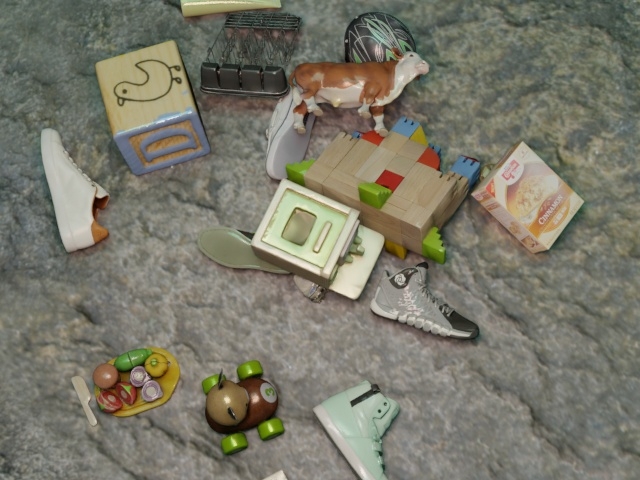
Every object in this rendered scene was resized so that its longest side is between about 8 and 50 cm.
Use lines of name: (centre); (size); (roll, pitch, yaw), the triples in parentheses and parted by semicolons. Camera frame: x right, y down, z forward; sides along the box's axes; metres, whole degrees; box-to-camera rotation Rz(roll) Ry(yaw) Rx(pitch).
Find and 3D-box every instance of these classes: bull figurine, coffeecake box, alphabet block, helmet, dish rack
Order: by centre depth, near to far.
coffeecake box: (0.432, -0.089, 1.798); (0.185, 0.068, 0.142); (43, 72, -6)
bull figurine: (0.078, -0.320, 1.842); (0.311, 0.101, 0.188); (0, 55, 17)
alphabet block: (-0.368, -0.290, 1.908); (0.193, 0.193, 0.197); (-18, 68, -6)
helmet: (0.134, -0.430, 1.951); (0.170, 0.161, 0.169); (-1, 68, 3)
dish rack: (-0.153, -0.442, 2.002); (0.208, 0.074, 0.271); (6, 46, 9)

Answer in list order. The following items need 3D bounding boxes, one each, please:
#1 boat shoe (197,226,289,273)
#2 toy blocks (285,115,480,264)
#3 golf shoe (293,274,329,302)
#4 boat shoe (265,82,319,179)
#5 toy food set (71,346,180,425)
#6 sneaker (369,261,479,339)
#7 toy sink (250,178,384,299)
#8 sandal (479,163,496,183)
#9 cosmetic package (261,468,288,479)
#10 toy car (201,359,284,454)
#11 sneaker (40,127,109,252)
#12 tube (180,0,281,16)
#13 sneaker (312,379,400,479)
boat shoe: (-0.149, 0.021, 1.839); (0.228, 0.069, 0.081); (14, 98, 10)
toy blocks: (0.159, -0.143, 1.832); (0.381, 0.190, 0.261); (26, 62, 25)
golf shoe: (0.017, 0.045, 1.821); (0.086, 0.069, 0.176); (40, 74, 23)
boat shoe: (-0.076, -0.246, 1.938); (0.084, 0.095, 0.258); (1, 57, 37)
toy food set: (-0.395, 0.286, 1.743); (0.218, 0.071, 0.128); (-21, 68, -5)
sneaker: (0.221, 0.114, 1.748); (0.229, 0.086, 0.132); (15, 95, 10)
toy sink: (0.000, 0.000, 1.722); (0.234, 0.131, 0.152); (25, 79, 5)
sandal: (0.422, -0.103, 1.869); (0.180, 0.049, 0.072); (25, 77, -3)
cosmetic package: (-0.110, 0.495, 1.659); (0.115, 0.041, 0.060); (-25, 68, -7)
toy car: (-0.160, 0.307, 1.657); (0.149, 0.188, 0.155); (-21, 69, -5)
sneaker: (-0.536, -0.121, 1.906); (0.123, 0.106, 0.290); (-16, 77, -10)
tube: (-0.220, -0.587, 2.095); (0.240, 0.062, 0.070); (-10, 109, -5)
sneaker: (0.115, 0.388, 1.662); (0.151, 0.094, 0.256); (-32, 71, -13)
